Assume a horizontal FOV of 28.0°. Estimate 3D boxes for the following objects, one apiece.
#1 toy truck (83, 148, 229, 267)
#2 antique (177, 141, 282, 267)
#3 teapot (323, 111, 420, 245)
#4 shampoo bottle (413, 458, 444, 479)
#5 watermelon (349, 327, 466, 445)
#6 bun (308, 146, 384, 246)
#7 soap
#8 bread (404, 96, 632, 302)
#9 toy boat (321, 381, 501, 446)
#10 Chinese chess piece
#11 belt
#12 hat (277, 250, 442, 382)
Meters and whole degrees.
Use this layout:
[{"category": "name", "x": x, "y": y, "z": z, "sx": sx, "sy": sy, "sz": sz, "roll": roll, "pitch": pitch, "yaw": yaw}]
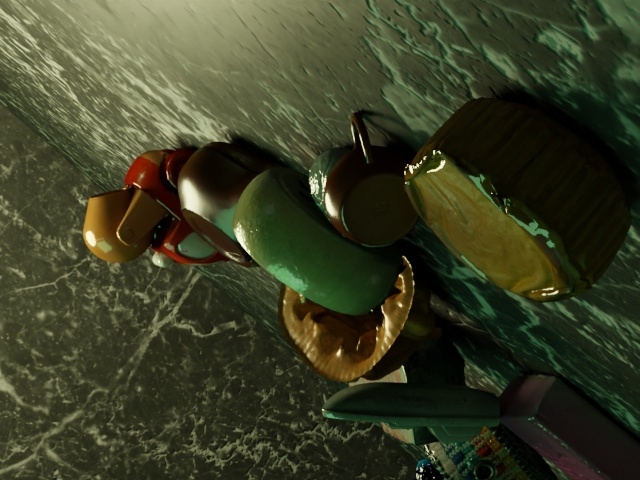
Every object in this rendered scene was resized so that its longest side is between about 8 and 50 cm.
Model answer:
[{"category": "toy truck", "x": -0.265, "y": -0.028, "z": 2.219, "sx": 0.265, "sy": 0.239, "sz": 0.189, "roll": 41, "pitch": 170, "yaw": -18}, {"category": "antique", "x": -0.117, "y": -0.051, "z": 1.923, "sx": 0.223, "sy": 0.129, "sz": 0.278, "roll": 46, "pitch": 165, "yaw": -25}, {"category": "teapot", "x": 0.054, "y": -0.061, "z": 1.398, "sx": 0.116, "sy": 0.116, "sz": 0.173, "roll": 27, "pitch": 138, "yaw": 49}, {"category": "shampoo bottle", "x": 0.215, "y": 0.437, "z": 2.275, "sx": 0.183, "sy": 0.050, "sz": 0.087, "roll": 38, "pitch": -155, "yaw": -58}, {"category": "watermelon", "x": 0.139, "y": 0.225, "z": 2.021, "sx": 0.148, "sy": 0.226, "sz": 0.318, "roll": 1, "pitch": -146, "yaw": -23}, {"category": "bun", "x": 0.041, "y": -0.046, "z": 1.530, "sx": 0.141, "sy": 0.083, "sz": 0.141, "roll": 40, "pitch": 170, "yaw": 8}, {"category": "soap", "x": 0.385, "y": 0.300, "z": 1.841, "sx": 0.259, "sy": 0.081, "sz": 0.181, "roll": 39, "pitch": 170, "yaw": -6}, {"category": "bread", "x": 0.169, "y": -0.036, "z": 1.083, "sx": 0.199, "sy": 0.104, "sz": 0.199, "roll": 40, "pitch": 167, "yaw": 11}, {"category": "toy boat", "x": 0.128, "y": 0.248, "z": 1.828, "sx": 0.261, "sy": 0.085, "sz": 0.078, "roll": 4, "pitch": -172, "yaw": -14}, {"category": "Chinese chess piece", "x": 0.000, "y": 0.000, "z": 1.647, "sx": 0.238, "sy": 0.092, "sz": 0.238, "roll": 32, "pitch": -166, "yaw": -9}, {"category": "belt", "x": 0.316, "y": 0.393, "z": 2.253, "sx": 0.295, "sy": 0.160, "sz": 0.207, "roll": 45, "pitch": -173, "yaw": -29}, {"category": "hat", "x": 0.108, "y": 0.106, "z": 1.836, "sx": 0.233, "sy": 0.244, "sz": 0.233, "roll": 19, "pitch": -136, "yaw": -44}]
